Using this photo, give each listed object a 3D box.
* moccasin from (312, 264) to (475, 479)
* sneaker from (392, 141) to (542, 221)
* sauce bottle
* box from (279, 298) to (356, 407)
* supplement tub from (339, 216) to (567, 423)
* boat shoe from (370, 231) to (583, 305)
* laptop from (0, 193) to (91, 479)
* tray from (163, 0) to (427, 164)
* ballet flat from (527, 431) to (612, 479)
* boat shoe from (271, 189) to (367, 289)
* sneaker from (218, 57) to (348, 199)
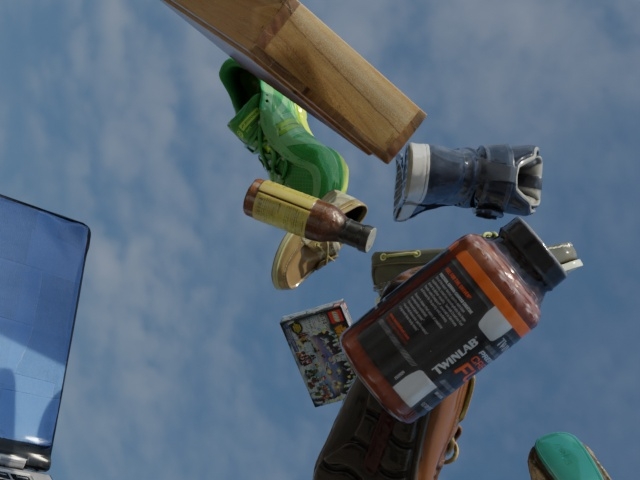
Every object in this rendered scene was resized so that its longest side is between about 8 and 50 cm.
[{"bbox_3d":[0.088,0.192,1.263,0.139,0.147,0.380,25,-64,31],"label":"moccasin"},{"bbox_3d":[0.167,-0.064,1.362,0.226,0.163,0.086,149,-57,-86],"label":"sneaker"},{"bbox_3d":[-0.010,-0.021,1.120,0.128,0.042,0.042,23,-64,16],"label":"sauce bottle"},{"bbox_3d":[0.012,0.156,1.626,0.093,0.027,0.137,-18,-74,17],"label":"box"},{"bbox_3d":[0.121,0.066,1.046,0.198,0.106,0.106,-39,-120,6],"label":"supplement tub"},{"bbox_3d":[0.222,0.035,1.706,0.304,0.109,0.091,-11,-100,8],"label":"boat shoe"},{"bbox_3d":[-0.341,0.110,1.010,0.408,0.382,0.236,39,-76,51],"label":"laptop"},{"bbox_3d":[-0.062,-0.225,1.320,0.076,0.203,0.411,-51,-147,3],"label":"tray"},{"bbox_3d":[0.220,0.230,0.938,0.206,0.073,0.067,-102,-179,-67],"label":"ballet flat"},{"bbox_3d":[0.000,0.000,1.192,0.045,0.135,0.050,15,-36,33],"label":"boat shoe"},{"bbox_3d":[-0.061,-0.128,1.552,0.109,0.123,0.296,-50,-129,30],"label":"sneaker"}]
